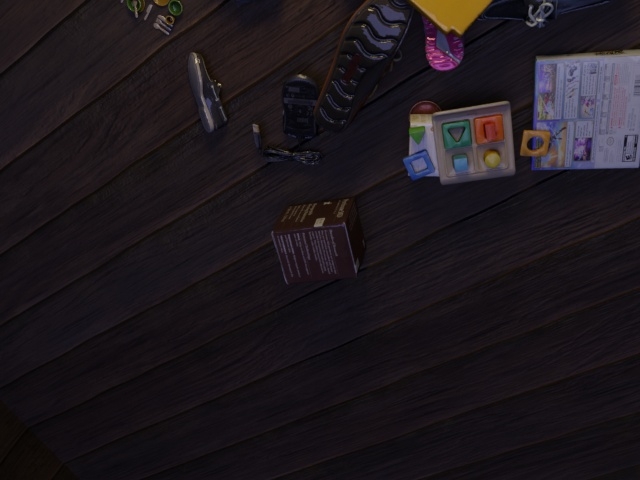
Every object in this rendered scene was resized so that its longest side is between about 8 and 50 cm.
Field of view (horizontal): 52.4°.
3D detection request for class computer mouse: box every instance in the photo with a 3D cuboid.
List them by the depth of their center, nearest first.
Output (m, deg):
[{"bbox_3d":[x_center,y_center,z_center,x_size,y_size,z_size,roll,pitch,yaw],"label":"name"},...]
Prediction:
[{"bbox_3d":[-0.086,-0.315,1.675,0.184,0.060,0.262,2,130,7],"label":"computer mouse"}]

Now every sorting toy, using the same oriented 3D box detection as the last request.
[{"bbox_3d":[0.366,-0.222,1.538,0.347,0.047,0.196,-8,120,12],"label":"sorting toy"}]

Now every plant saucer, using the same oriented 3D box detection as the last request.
[{"bbox_3d":[0.263,-0.308,1.621,0.083,0.013,0.083,5,118,9],"label":"plant saucer"}]

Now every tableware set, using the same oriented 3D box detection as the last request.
[{"bbox_3d":[-0.422,-0.591,1.617,0.154,0.024,0.104,35,120,-7],"label":"tableware set"}]

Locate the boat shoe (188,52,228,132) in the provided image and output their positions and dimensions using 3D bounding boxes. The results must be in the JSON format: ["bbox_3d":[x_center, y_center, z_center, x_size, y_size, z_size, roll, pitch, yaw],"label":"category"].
[{"bbox_3d":[-0.291,-0.388,1.690,0.065,0.075,0.206,-21,113,-25],"label":"boat shoe"}]

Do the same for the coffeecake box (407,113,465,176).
[{"bbox_3d":[0.312,-0.234,1.607,0.185,0.068,0.142,2,122,6],"label":"coffeecake box"}]

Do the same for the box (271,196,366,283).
[{"bbox_3d":[0.000,0.000,1.760,0.203,0.168,0.167,-7,116,16],"label":"box"}]

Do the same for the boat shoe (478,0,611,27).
[{"bbox_3d":[0.477,-0.513,1.392,0.306,0.113,0.105,-9,71,10],"label":"boat shoe"}]

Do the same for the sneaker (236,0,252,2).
[{"bbox_3d":[-0.215,-0.677,1.478,0.121,0.111,0.300,-22,109,27],"label":"sneaker"}]

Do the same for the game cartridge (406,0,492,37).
[{"bbox_3d":[0.285,-0.626,1.342,0.285,0.053,0.324,42,100,-2],"label":"game cartridge"}]

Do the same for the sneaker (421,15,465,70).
[{"bbox_3d":[0.272,-0.503,1.466,0.103,0.111,0.252,-2,95,15],"label":"sneaker"}]

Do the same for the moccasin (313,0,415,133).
[{"bbox_3d":[0.110,-0.425,1.522,0.139,0.147,0.380,26,128,3],"label":"moccasin"}]

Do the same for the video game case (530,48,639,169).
[{"bbox_3d":[0.622,-0.300,1.516,0.244,0.061,0.269,0,118,12],"label":"video game case"}]
